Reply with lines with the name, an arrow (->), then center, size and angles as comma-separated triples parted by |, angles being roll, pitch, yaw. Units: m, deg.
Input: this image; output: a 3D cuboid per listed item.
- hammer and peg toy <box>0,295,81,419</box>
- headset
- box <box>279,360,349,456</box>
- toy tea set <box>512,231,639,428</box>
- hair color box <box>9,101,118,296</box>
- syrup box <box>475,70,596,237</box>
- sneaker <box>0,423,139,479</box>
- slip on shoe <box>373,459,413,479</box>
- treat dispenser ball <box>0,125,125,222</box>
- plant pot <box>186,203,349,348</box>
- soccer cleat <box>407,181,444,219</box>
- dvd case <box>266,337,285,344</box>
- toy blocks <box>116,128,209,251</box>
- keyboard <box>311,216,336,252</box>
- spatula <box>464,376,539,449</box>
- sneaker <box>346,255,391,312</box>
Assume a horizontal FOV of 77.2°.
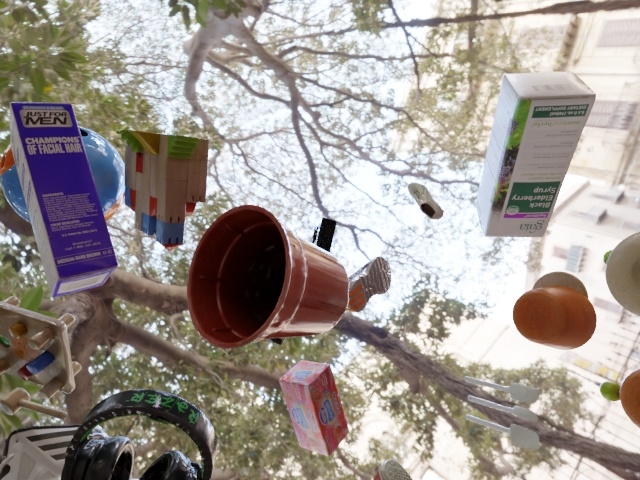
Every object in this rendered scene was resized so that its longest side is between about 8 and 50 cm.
hammer and peg toy -> -0.819, 0.348, 1.151 | 0.127, 0.265, 0.362 | -60, -18, -63
headset -> -0.336, 0.450, 0.698 | 0.243, 0.185, 0.394 | 22, -72, -9
box -> -0.022, 0.623, 1.506 | 0.142, 0.154, 0.300 | -28, -72, -48
toy tea set -> 0.358, 0.104, 0.367 | 0.124, 0.336, 0.200 | 9, -68, -34
hair color box -> -0.514, -0.075, 0.796 | 0.110, 0.185, 0.339 | -16, -95, -39
syrup box -> 0.308, -0.119, 0.605 | 0.096, 0.093, 0.237 | -80, -12, -48
sneaker -> -0.614, 0.544, 0.780 | 0.447, 0.257, 0.169 | -32, -28, -28
slip on shoe -> 0.269, 0.800, 1.141 | 0.123, 0.331, 0.101 | -7, -42, -46
treat dispenser ball -> -0.674, -0.164, 1.071 | 0.288, 0.288, 0.288 | -20, -60, -38
plant pot -> -0.088, 0.094, 0.851 | 0.265, 0.272, 0.273 | 23, -90, -52
soccer cleat -> 0.394, -0.155, 1.535 | 0.076, 0.196, 0.068 | -11, -36, -40
dvd case -> -0.163, 0.222, 1.254 | 0.239, 0.179, 0.030 | -56, -21, -63
toy blocks -> -0.394, -0.130, 0.997 | 0.190, 0.381, 0.261 | -3, -75, -42
keyboard -> 0.000, 0.000, 1.662 | 0.038, 0.100, 0.192 | 7, -84, -60
spatula -> 0.536, 0.506, 1.206 | 0.019, 0.242, 0.168 | 6, -98, -35
sneaker -> 0.093, 0.133, 1.254 | 0.321, 0.180, 0.125 | -19, -82, -54
